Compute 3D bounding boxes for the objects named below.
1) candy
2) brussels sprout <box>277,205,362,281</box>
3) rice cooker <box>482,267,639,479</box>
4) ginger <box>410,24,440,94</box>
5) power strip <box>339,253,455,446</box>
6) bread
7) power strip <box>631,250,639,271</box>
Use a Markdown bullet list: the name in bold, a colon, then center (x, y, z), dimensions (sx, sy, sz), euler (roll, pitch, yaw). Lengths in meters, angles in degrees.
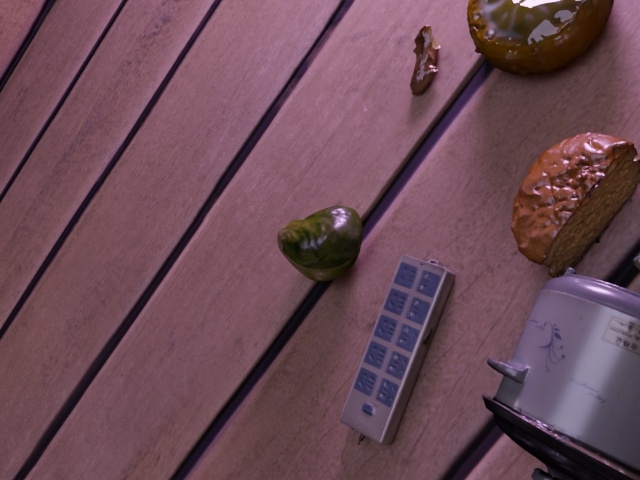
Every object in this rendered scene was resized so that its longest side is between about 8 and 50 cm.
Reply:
- **candy**: center (0.392, -0.423, 1.217), dimensions (0.260, 0.118, 0.259), euler (-15, 61, 30)
- **brussels sprout**: center (0.001, 0.007, 1.347), dimensions (0.183, 0.131, 0.145), euler (-24, 56, 23)
- **rice cooker**: center (0.376, 0.207, 0.919), dimensions (0.317, 0.264, 0.316), euler (0, 88, -4)
- **ginger**: center (0.213, -0.365, 1.375), dimensions (0.057, 0.044, 0.137), euler (8, 85, 9)
- **power strip**: center (0.137, 0.202, 1.236), dimensions (0.106, 0.043, 0.367), euler (19, 86, 40)
- **bread**: center (0.395, -0.064, 1.082), dimensions (0.229, 0.143, 0.139), euler (-53, 41, 6)
- **power strip**: center (0.541, 0.004, 1.010), dimensions (0.169, 0.028, 0.076), euler (-50, 52, 10)
